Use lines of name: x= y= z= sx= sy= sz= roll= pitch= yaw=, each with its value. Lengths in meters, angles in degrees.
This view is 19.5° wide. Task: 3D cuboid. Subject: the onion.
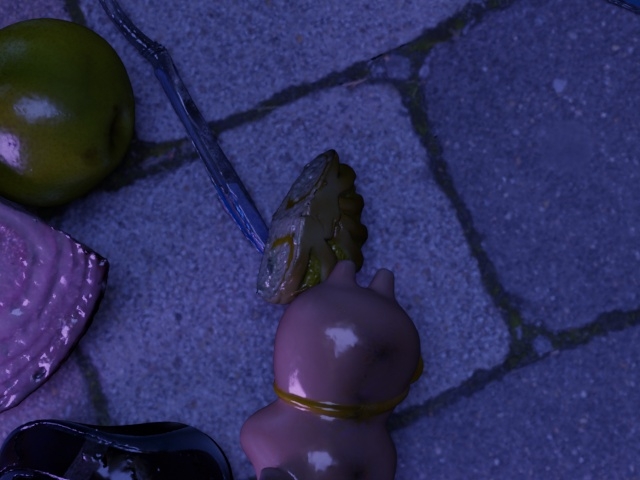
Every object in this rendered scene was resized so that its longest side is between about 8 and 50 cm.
onion: x=-0.349 y=0.040 z=1.777 sx=0.250 sy=0.111 sz=0.247 roll=29 pitch=112 yaw=-13

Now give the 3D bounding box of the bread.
bread: x=0.000 y=0.000 z=1.757 sx=0.094 sy=0.083 sz=0.157 roll=44 pitch=64 yaw=-18

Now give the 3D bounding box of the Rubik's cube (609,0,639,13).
Rubik's cube: x=0.219 y=-0.371 z=1.773 sx=0.228 sy=0.233 sz=0.229 roll=3 pitch=121 yaw=-30

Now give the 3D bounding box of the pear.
pear: x=-0.284 y=-0.128 z=1.770 sx=0.216 sy=0.166 sz=0.180 roll=16 pitch=78 yaw=13

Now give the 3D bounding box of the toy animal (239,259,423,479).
toy animal: x=0.018 y=0.143 z=1.694 sx=0.165 sy=0.149 sz=0.248 roll=11 pitch=80 yaw=-11

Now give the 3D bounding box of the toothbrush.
toothbrush: x=-0.139 y=-0.139 z=1.823 sx=0.042 sy=0.035 sz=0.413 roll=-26 pitch=78 yaw=-19

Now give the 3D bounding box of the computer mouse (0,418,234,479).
computer mouse: x=-0.198 y=0.236 z=1.729 sx=0.233 sy=0.096 sz=0.137 roll=0 pitch=80 yaw=5
